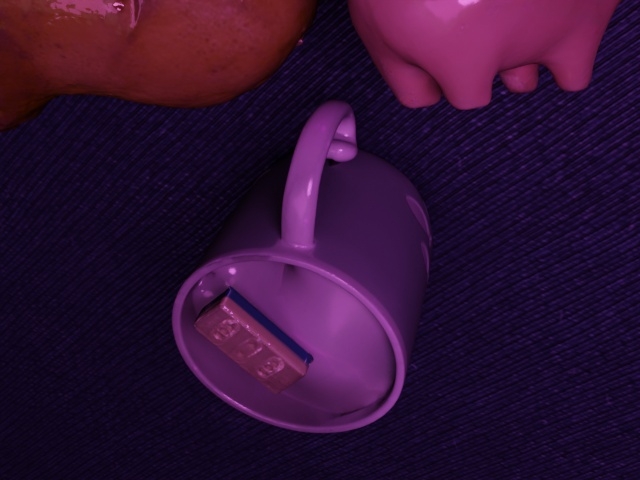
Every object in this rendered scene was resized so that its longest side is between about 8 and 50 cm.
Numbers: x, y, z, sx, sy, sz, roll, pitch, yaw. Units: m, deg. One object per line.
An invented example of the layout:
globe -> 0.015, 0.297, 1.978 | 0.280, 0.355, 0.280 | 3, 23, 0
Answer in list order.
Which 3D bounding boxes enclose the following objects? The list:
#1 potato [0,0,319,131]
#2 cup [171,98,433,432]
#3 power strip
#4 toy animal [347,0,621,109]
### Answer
potato -> -0.196, -0.214, 0.821 | 0.296, 0.290, 0.397 | 37, 101, -13
cup -> 0.000, 0.000, 0.933 | 0.259, 0.274, 0.356 | 12, 127, 10
power strip -> -0.068, 0.106, 0.838 | 0.123, 0.032, 0.056 | 42, 129, -14
toy animal -> 0.161, -0.253, 0.672 | 0.237, 0.326, 0.269 | 16, 119, 48
